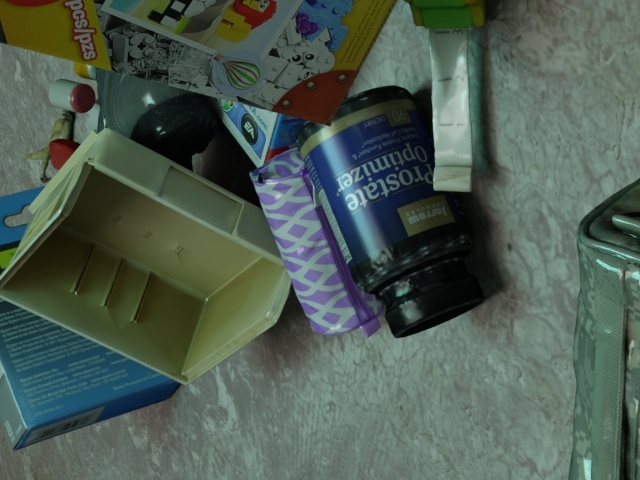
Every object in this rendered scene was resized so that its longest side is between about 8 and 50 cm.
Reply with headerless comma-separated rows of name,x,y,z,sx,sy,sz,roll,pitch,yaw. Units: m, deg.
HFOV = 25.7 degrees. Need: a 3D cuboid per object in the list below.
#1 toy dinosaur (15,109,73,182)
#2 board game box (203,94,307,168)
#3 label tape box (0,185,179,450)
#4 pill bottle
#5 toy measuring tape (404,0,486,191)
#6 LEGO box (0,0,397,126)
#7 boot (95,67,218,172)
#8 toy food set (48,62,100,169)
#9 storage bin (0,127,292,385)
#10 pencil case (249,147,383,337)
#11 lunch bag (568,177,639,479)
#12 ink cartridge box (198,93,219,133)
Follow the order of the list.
toy dinosaur,-0.401,-0.135,2.117,0.183,0.053,0.092,-33,60,50
board game box,-0.071,-0.284,1.470,0.308,0.086,0.302,53,143,30
label tape box,-0.371,0.096,1.978,0.333,0.241,0.106,65,150,16
pill bottle,0.070,-0.025,1.329,0.123,0.123,0.219,-40,70,57
toy measuring tape,0.103,-0.192,1.193,0.121,0.121,0.330,20,117,53
LEGO box,-0.068,-0.369,1.010,0.500,0.373,0.193,-61,31,31
boot,-0.232,-0.160,1.646,0.222,0.118,0.338,64,145,13
toy food set,-0.288,-0.132,1.870,0.104,0.111,0.232,16,117,41
storage bin,-0.193,0.022,1.570,0.260,0.262,0.123,-36,31,53
pencil case,0.000,0.000,1.454,0.088,0.086,0.206,7,126,48
lunch bag,0.274,0.101,0.933,0.212,0.256,0.305,28,127,51
ink cartridge box,-0.188,-0.179,1.733,0.135,0.056,0.099,15,116,54
